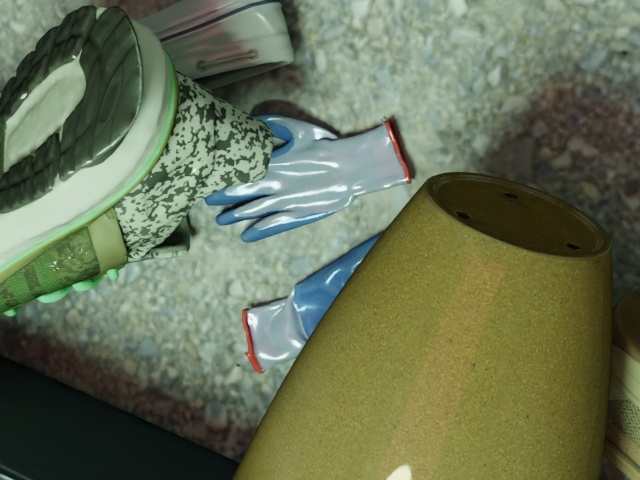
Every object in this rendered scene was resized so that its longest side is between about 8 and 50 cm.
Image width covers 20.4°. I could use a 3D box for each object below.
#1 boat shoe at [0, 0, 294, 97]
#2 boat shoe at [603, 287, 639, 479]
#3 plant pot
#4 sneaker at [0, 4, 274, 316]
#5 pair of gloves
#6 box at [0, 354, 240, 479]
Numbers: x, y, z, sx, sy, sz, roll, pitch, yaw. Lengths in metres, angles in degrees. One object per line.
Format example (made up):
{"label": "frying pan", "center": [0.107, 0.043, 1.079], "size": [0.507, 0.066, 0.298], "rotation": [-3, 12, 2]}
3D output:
{"label": "boat shoe", "center": [-0.126, -0.114, 1.263], "size": [0.226, 0.083, 0.075], "rotation": [-24, 85, 20]}
{"label": "boat shoe", "center": [0.299, 0.177, 1.119], "size": [0.341, 0.122, 0.110], "rotation": [46, 133, 20]}
{"label": "plant pot", "center": [0.083, 0.097, 1.096], "size": [0.237, 0.237, 0.254], "rotation": [25, 113, 17]}
{"label": "sneaker", "center": [-0.185, 0.000, 1.260], "size": [0.410, 0.182, 0.158], "rotation": [-32, 48, 43]}
{"label": "pair of gloves", "center": [0.000, 0.000, 1.259], "size": [0.159, 0.023, 0.198], "rotation": [-16, 89, 21]}
{"label": "box", "center": [-0.226, 0.320, 1.266], "size": [0.294, 0.212, 0.395], "rotation": [23, 102, 17]}
